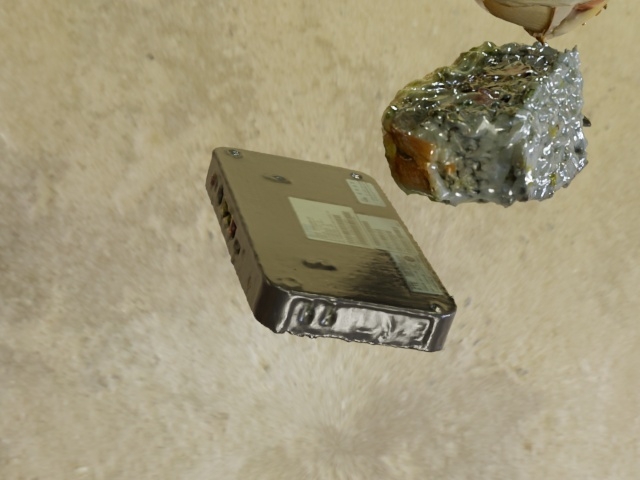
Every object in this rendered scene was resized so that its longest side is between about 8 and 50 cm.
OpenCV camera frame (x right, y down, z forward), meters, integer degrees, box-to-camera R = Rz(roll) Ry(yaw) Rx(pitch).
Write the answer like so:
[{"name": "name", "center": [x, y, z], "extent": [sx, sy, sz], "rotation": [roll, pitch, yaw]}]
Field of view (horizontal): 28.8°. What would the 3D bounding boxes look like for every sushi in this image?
[{"name": "sushi", "center": [0.191, -0.130, 1.342], "extent": [0.184, 0.139, 0.274], "rotation": [11, 37, 38]}]

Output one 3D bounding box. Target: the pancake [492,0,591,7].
[{"name": "pancake", "center": [0.172, -0.313, 1.003], "extent": [0.282, 0.049, 0.282], "rotation": [-7, 73, 25]}]

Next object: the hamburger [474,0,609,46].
[{"name": "hamburger", "center": [0.213, -0.296, 1.152], "extent": [0.147, 0.237, 0.237], "rotation": [7, 81, -5]}]

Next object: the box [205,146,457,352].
[{"name": "box", "center": [0.000, 0.000, 1.344], "extent": [0.211, 0.350, 0.058], "rotation": [10, 114, -21]}]
